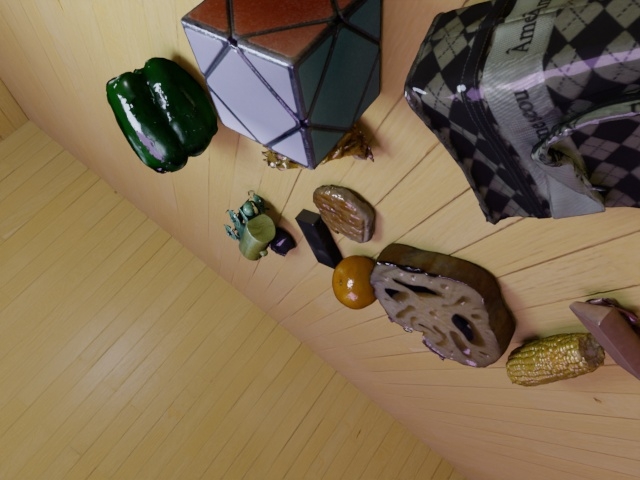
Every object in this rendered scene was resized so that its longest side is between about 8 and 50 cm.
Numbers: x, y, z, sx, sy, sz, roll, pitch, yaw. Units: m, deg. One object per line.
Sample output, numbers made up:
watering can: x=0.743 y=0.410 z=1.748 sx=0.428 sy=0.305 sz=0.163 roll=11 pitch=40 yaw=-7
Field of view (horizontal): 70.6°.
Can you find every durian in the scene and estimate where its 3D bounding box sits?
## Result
durian: x=-0.053 y=-0.249 z=0.912 sx=0.305 sy=0.185 sz=0.196 roll=27 pitch=133 yaw=48

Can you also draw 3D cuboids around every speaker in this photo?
speaker: x=0.000 y=0.000 z=1.375 sx=0.082 sy=0.044 sz=0.218 roll=22 pitch=153 yaw=36

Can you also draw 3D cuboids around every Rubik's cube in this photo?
Rubik's cube: x=-0.044 y=-0.273 z=0.690 sx=0.207 sy=0.205 sz=0.205 roll=29 pitch=157 yaw=21

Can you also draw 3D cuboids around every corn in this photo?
corn: x=0.508 y=0.265 z=1.008 sx=0.101 sy=0.101 sz=0.310 roll=35 pitch=156 yaw=11

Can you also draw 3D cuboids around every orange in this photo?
orange: x=0.110 y=0.121 z=1.302 sx=0.136 sy=0.159 sz=0.159 roll=2 pitch=179 yaw=-32

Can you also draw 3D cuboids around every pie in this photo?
pie: x=0.056 y=-0.070 z=1.147 sx=0.195 sy=0.046 sz=0.195 roll=31 pitch=157 yaw=15

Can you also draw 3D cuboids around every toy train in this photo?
toy train: x=-0.225 y=-0.040 z=1.537 sx=0.189 sy=0.126 sz=0.307 roll=46 pitch=157 yaw=1

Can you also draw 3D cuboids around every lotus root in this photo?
lotus root: x=0.300 y=0.158 z=1.129 sx=0.390 sy=0.111 sz=0.375 roll=40 pitch=157 yaw=4

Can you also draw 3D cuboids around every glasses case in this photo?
glasses case: x=0.541 y=0.165 z=0.823 sx=0.193 sy=0.070 sz=0.102 roll=44 pitch=-174 yaw=-18

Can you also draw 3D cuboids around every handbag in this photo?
handbag: x=0.337 y=-0.115 z=0.465 sx=0.416 sy=0.180 sz=0.317 roll=8 pitch=151 yaw=45

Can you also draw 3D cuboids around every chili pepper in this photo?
chili pepper: x=-0.409 y=-0.323 z=1.159 sx=0.248 sy=0.233 sz=0.257 roll=6 pitch=136 yaw=47

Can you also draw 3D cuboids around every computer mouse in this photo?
computer mouse: x=-0.154 y=0.013 z=1.627 sx=0.106 sy=0.062 sz=0.192 roll=43 pitch=157 yaw=-9
